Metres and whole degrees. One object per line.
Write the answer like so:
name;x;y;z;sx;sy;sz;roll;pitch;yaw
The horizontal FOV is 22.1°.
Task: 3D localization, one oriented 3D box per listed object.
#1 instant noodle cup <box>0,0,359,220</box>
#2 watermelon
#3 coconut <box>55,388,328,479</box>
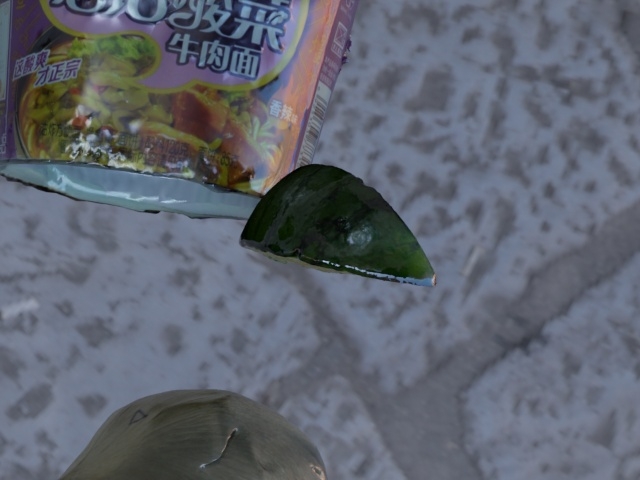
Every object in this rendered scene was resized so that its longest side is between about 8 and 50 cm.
instant noodle cup;-0.125;-0.163;1.307;0.339;0.340;0.266;13;83;-32
watermelon;-0.009;0.003;1.144;0.075;0.181;0.092;-36;116;-24
coconut;-0.100;0.203;1.166;0.224;0.224;0.224;-9;109;-27
